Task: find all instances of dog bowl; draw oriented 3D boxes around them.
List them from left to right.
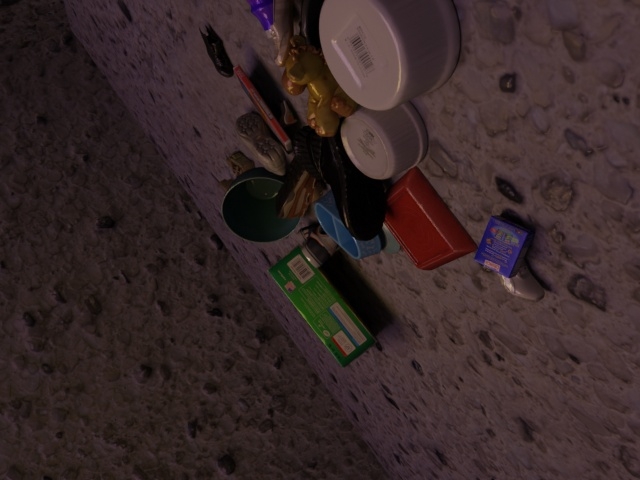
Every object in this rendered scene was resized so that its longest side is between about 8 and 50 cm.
[{"bbox_3d":[0.078,-0.048,1.617,0.297,0.074,0.165,44,158,46],"label":"dog bowl"}]

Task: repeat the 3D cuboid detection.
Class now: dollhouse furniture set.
[{"bbox_3d":[-0.390,-0.304,2.140,0.182,0.161,0.101,38,153,34],"label":"dollhouse furniture set"}]

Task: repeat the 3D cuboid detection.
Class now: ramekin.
[{"bbox_3d":[0.141,-0.244,1.204,0.207,0.109,0.207,45,156,26],"label":"ramekin"},{"bbox_3d":[0.121,-0.394,0.994,0.277,0.135,0.277,45,156,26],"label":"ramekin"}]

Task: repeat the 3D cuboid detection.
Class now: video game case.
[{"bbox_3d":[-0.180,-0.416,1.639,0.285,0.025,0.204,55,180,-2],"label":"video game case"}]

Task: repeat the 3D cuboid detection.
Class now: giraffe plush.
[{"bbox_3d":[-0.012,-0.368,1.156,0.210,0.171,0.181,-58,34,22],"label":"giraffe plush"}]

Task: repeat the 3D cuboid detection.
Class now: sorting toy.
[{"bbox_3d":[-0.108,-0.400,1.589,0.083,0.045,0.075,-164,55,-74],"label":"sorting toy"}]

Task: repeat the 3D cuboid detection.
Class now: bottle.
[{"bbox_3d":[-0.157,-0.644,1.231,0.092,0.118,0.282,-13,118,23],"label":"bottle"}]

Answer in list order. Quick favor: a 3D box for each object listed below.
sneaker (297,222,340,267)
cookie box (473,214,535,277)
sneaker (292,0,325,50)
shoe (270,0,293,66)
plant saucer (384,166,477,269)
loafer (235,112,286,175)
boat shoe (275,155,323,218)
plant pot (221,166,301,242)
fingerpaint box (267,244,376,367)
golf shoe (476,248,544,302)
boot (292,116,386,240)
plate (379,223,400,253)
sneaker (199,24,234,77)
[{"bbox_3d":[0.000,0.000,1.853,0.126,0.127,0.321,47,-174,-17],"label":"sneaker"},{"bbox_3d":[0.391,0.012,1.082,0.092,0.040,0.107,34,117,40],"label":"cookie box"},{"bbox_3d":[-0.035,-0.497,1.231,0.130,0.087,0.227,36,155,30],"label":"sneaker"},{"bbox_3d":[-0.096,-0.528,1.206,0.076,0.058,0.218,-150,65,-71],"label":"shoe"},{"bbox_3d":[0.258,-0.038,1.345,0.259,0.048,0.258,53,158,3],"label":"plant saucer"},{"bbox_3d":[-0.207,-0.336,1.758,0.319,0.112,0.111,58,175,40],"label":"loafer"},{"bbox_3d":[-0.052,-0.185,1.688,0.324,0.120,0.122,126,145,-50],"label":"boat shoe"},{"bbox_3d":[-0.217,-0.162,1.902,0.195,0.291,0.290,-96,-9,-52],"label":"plant pot"},{"bbox_3d":[0.015,0.254,1.953,0.444,0.163,0.371,51,180,9],"label":"fingerpaint box"},{"bbox_3d":[0.426,0.060,1.119,0.176,0.069,0.086,44,150,23],"label":"golf shoe"},{"bbox_3d":[0.049,-0.171,1.423,0.260,0.131,0.347,2,104,62],"label":"boot"},{"bbox_3d":[0.172,-0.032,1.561,0.188,0.024,0.188,44,155,26],"label":"plate"},{"bbox_3d":[-0.354,-0.643,1.725,0.170,0.051,0.089,55,163,10],"label":"sneaker"}]
